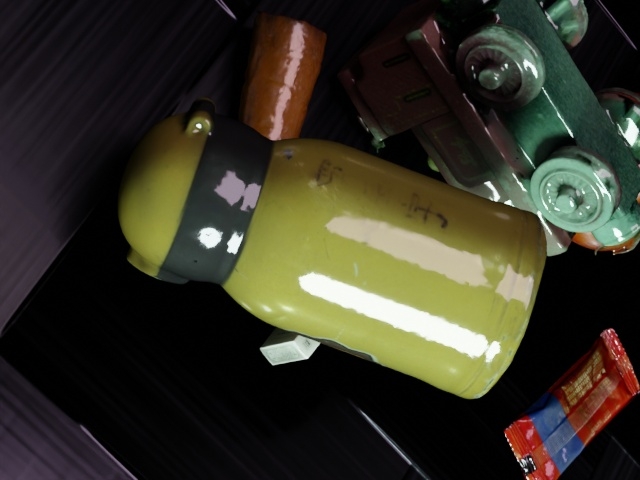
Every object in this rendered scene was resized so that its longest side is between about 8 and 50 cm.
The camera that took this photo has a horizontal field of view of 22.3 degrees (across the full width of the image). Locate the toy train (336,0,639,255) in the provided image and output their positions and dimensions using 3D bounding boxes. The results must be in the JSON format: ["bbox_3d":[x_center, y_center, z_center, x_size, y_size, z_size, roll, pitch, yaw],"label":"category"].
[{"bbox_3d":[0.176,-0.111,1.544,0.304,0.221,0.150,55,45,-15],"label":"toy train"}]

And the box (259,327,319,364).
[{"bbox_3d":[-0.012,0.074,1.462,0.024,0.054,0.083,53,54,-19],"label":"box"}]

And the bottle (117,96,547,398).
[{"bbox_3d":[0.000,0.000,1.377,0.351,0.171,0.172,20,65,-6],"label":"bottle"}]

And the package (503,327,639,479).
[{"bbox_3d":[0.263,0.175,1.675,0.200,0.022,0.083,-37,102,-37],"label":"package"}]

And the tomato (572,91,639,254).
[{"bbox_3d":[0.302,-0.078,1.689,0.167,0.167,0.167,10,74,-36],"label":"tomato"}]

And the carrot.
[{"bbox_3d":[-0.042,-0.105,1.474,0.072,0.072,0.205,18,75,-34],"label":"carrot"}]
